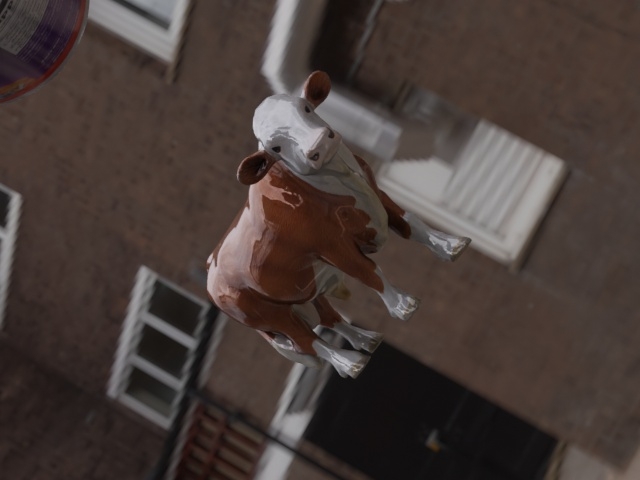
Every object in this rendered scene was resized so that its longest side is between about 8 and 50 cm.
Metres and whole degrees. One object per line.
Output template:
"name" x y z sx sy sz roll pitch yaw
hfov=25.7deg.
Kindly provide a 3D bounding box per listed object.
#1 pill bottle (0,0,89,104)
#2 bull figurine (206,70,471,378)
"pill bottle" -0.168 -0.117 0.577 0.108 0.108 0.193 -61 -4 1
"bull figurine" 0.000 0.000 1.131 0.101 0.188 0.310 -50 -3 -31
